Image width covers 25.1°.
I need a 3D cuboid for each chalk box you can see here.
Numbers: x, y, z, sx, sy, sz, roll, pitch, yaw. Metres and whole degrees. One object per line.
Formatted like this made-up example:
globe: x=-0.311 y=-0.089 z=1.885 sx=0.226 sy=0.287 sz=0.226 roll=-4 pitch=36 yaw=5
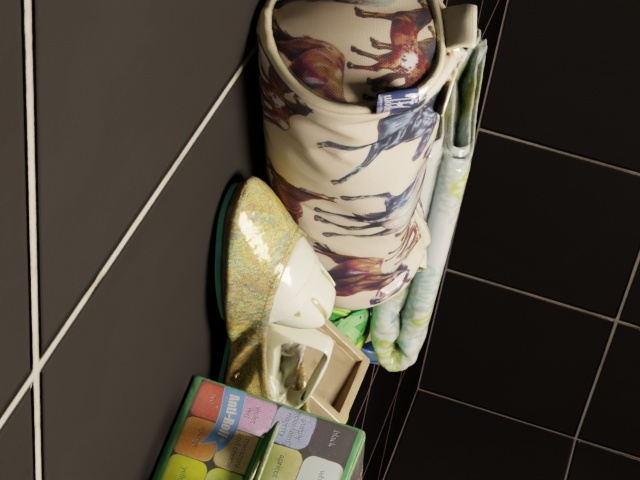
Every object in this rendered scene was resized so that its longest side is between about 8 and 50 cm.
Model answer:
chalk box: x=-0.068 y=0.260 z=1.388 sx=0.289 sy=0.179 sz=0.180 roll=88 pitch=22 yaw=-60

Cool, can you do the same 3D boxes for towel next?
towel: x=0.136 y=-0.065 z=1.900 sx=0.320 sy=0.090 sz=0.374 roll=-74 pitch=176 yaw=-51

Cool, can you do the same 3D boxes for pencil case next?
pencil case: x=0.038 y=-0.084 z=1.368 sx=0.410 sy=0.183 sz=0.160 roll=90 pitch=12 yaw=-62

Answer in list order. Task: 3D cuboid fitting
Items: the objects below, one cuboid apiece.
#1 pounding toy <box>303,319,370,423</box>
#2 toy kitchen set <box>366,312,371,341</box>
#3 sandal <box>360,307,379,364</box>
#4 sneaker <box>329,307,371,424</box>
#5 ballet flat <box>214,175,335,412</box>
pounding toy: x=-0.017 y=0.151 z=1.633 sx=0.100 sy=0.130 sz=0.141 roll=-33 pitch=-160 yaw=38
toy kitchen set: x=0.037 y=0.127 z=2.209 sx=0.083 sy=0.075 sz=0.068 roll=65 pitch=13 yaw=-6
sandal: x=0.119 y=0.074 z=2.341 sx=0.138 sy=0.126 sz=0.317 roll=-37 pitch=141 yaw=-68
sneaker: x=-0.002 y=0.134 z=1.823 sx=0.295 sy=0.109 sz=0.124 roll=-71 pitch=164 yaw=-55
ballet flat: x=-0.041 y=0.075 z=1.404 sx=0.349 sy=0.123 sz=0.123 roll=96 pitch=14 yaw=-47
